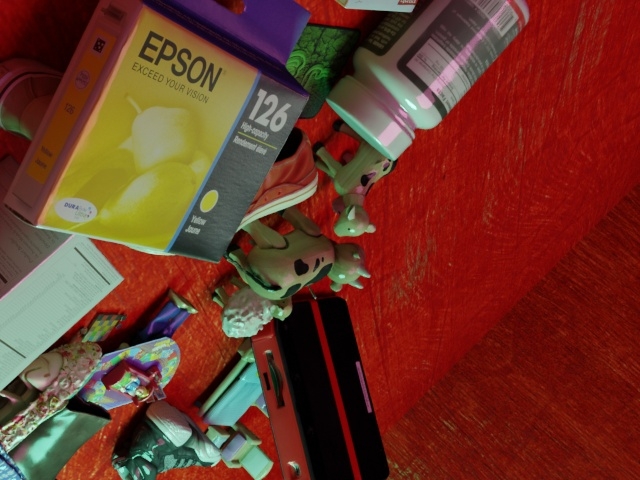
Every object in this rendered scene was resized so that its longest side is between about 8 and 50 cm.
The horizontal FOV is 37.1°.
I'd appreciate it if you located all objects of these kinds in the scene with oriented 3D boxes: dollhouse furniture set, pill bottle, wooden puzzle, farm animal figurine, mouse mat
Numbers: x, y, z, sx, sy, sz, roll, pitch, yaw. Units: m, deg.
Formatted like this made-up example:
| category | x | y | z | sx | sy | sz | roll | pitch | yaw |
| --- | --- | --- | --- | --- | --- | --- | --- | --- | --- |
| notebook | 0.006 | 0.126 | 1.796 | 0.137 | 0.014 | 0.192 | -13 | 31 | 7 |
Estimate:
| category | x | y | z | sx | sy | sz | roll | pitch | yaw |
| --- | --- | --- | --- | --- | --- | --- | --- | --- | --- |
| dollhouse furniture set | -0.109 | 0.359 | 1.848 | 0.286 | 0.198 | 0.303 | -50 | 157 | 4 |
| pill bottle | 0.149 | -0.264 | 1.364 | 0.283 | 0.161 | 0.161 | -48 | 157 | 2 |
| wooden puzzle | -0.313 | 0.124 | 1.360 | 0.049 | 0.006 | 0.083 | -54 | 157 | 13 |
| farm animal figurine | 0.000 | 0.000 | 1.503 | 0.326 | 0.172 | 0.330 | -30 | 151 | -35 |
| mouse mat | -0.026 | -0.229 | 1.309 | 0.189 | 0.007 | 0.153 | -11 | 137 | -54 |

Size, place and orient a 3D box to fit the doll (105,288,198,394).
| category | x | y | z | sx | sy | sz | roll | pitch | yaw |
| --- | --- | --- | --- | --- | --- | --- | --- | --- | --- |
| doll | -0.267 | 0.163 | 1.453 | 0.189 | 0.046 | 0.129 | -47 | 156 | -3 |

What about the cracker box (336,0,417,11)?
| category | x | y | z | sx | sy | sz | roll | pitch | yaw |
| --- | --- | --- | --- | --- | --- | --- | --- | --- | --- |
| cracker box | 0.103 | -0.402 | 1.184 | 0.155 | 0.067 | 0.232 | -14 | 139 | -52 |

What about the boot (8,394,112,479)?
| category | x | y | z | sx | sy | sz | roll | pitch | yaw |
| --- | --- | --- | --- | --- | --- | --- | --- | --- | --- |
| boot | -0.387 | 0.322 | 1.396 | 0.207 | 0.090 | 0.248 | -34 | 149 | 3 |

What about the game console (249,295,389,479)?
| category | x | y | z | sx | sy | sz | roll | pitch | yaw |
| --- | --- | --- | --- | --- | --- | --- | --- | --- | --- |
| game console | 0.004 | 0.296 | 1.783 | 0.060 | 0.387 | 0.342 | -17 | 172 | 24 |

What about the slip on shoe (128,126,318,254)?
| category | x | y | z | sx | sy | sz | roll | pitch | yaw |
| --- | --- | --- | --- | --- | --- | --- | --- | --- | --- |
| slip on shoe | -0.132 | -0.070 | 1.261 | 0.331 | 0.123 | 0.101 | -28 | 127 | -39 |

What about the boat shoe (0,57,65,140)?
| category | x | y | z | sx | sy | sz | roll | pitch | yaw |
| --- | --- | --- | --- | --- | --- | --- | --- | --- | --- |
| boat shoe | -0.227 | -0.115 | 1.021 | 0.109 | 0.094 | 0.302 | -55 | 156 | 17 |

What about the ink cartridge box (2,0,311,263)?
| category | x | y | z | sx | sy | sz | roll | pitch | yaw |
| --- | --- | --- | --- | --- | --- | --- | --- | --- | --- |
| ink cartridge box | -0.133 | -0.136 | 0.971 | 0.307 | 0.072 | 0.303 | -60 | 151 | 8 |

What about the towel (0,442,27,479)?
| category | x | y | z | sx | sy | sz | roll | pitch | yaw |
| --- | --- | --- | --- | --- | --- | --- | --- | --- | --- |
| towel | -0.454 | 0.269 | 1.010 | 0.243 | 0.040 | 0.336 | -22 | 151 | -14 |

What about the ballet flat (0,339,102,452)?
| category | x | y | z | sx | sy | sz | roll | pitch | yaw |
| --- | --- | --- | --- | --- | --- | --- | --- | --- | --- |
| ballet flat | -0.396 | 0.210 | 1.264 | 0.241 | 0.091 | 0.077 | -45 | 133 | -17 |

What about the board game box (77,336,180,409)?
| category | x | y | z | sx | sy | sz | roll | pitch | yaw |
| --- | --- | --- | --- | --- | --- | --- | --- | --- | --- |
| board game box | -0.278 | 0.213 | 1.425 | 0.168 | 0.033 | 0.133 | -14 | 138 | -36 |

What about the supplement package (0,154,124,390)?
| category | x | y | z | sx | sy | sz | roll | pitch | yaw |
| --- | --- | --- | --- | --- | --- | --- | --- | --- | --- |
| supplement package | -0.359 | 0.057 | 1.008 | 0.244 | 0.134 | 0.139 | -43 | 155 | -11 |

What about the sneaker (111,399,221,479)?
| category | x | y | z | sx | sy | sz | roll | pitch | yaw |
| --- | --- | --- | --- | --- | --- | --- | --- | --- | --- |
| sneaker | -0.284 | 0.388 | 1.720 | 0.153 | 0.101 | 0.268 | -44 | 151 | -7 |
